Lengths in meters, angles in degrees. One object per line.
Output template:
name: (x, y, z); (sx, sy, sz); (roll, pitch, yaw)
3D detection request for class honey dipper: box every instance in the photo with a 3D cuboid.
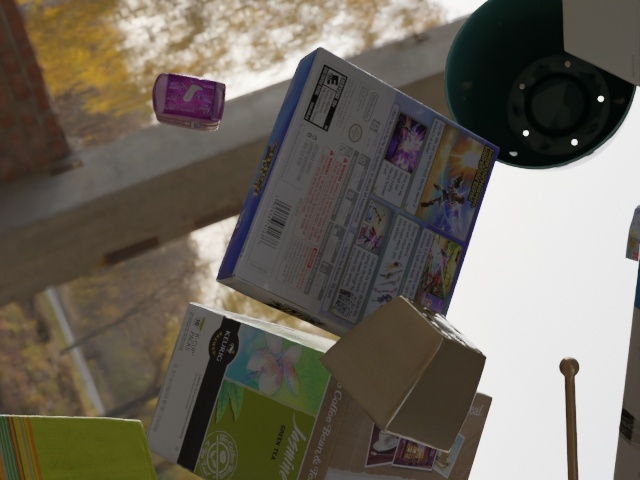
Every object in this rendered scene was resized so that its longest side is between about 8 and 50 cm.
honey dipper: (0.218, 0.182, 0.922); (0.030, 0.030, 0.161); (-179, -95, -77)

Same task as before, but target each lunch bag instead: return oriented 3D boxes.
lunch bag: (0.469, -0.006, 1.485); (0.071, 0.053, 0.083); (21, -49, 28)

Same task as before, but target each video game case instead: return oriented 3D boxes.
video game case: (0.046, -0.031, 1.138); (0.061, 0.244, 0.270); (-16, -129, 64)

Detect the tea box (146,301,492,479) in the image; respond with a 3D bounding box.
tea box: (0.002, 0.251, 1.463); (0.323, 0.329, 0.220); (14, -95, 41)

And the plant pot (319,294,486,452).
plant pot: (0.085, 0.115, 0.974); (0.109, 0.096, 0.109); (27, 11, -44)

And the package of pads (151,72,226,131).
package of pads: (-0.095, -0.099, 0.763); (0.083, 0.050, 0.032); (-171, -92, -83)

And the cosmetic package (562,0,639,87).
cosmetic package: (0.456, -0.297, 1.306); (0.224, 0.224, 0.138); (39, -27, 43)

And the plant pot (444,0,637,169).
plant pot: (0.369, -0.243, 1.716); (0.293, 0.293, 0.235); (67, 16, 12)

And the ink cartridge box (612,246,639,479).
ink cartridge box: (0.449, 0.211, 1.078); (0.285, 0.166, 0.395); (-134, -138, -64)

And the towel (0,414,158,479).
towel: (-0.213, 0.194, 0.864); (0.237, 0.021, 0.102); (18, 51, -60)
